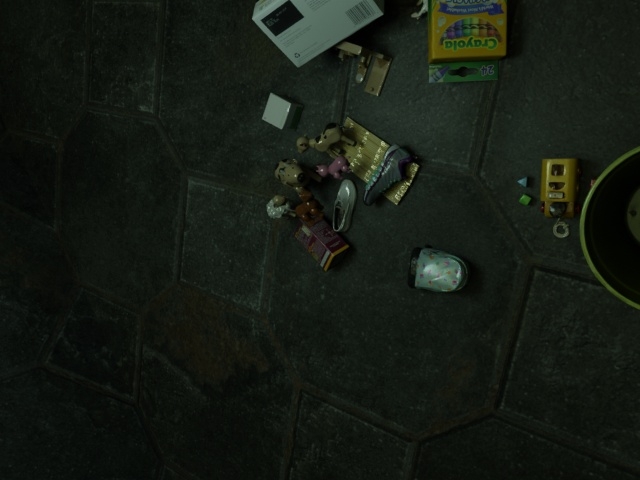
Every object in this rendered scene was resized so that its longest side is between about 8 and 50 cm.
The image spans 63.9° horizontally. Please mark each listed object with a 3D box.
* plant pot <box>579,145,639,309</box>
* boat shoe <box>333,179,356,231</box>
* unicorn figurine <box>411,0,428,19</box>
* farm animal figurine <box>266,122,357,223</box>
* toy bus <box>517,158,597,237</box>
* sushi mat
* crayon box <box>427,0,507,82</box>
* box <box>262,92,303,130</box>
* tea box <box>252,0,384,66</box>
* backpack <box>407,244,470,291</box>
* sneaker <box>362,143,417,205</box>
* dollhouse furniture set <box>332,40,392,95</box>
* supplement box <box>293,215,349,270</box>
[{"bbox_3d":[0.801,-0.046,1.145,0.367,0.353,0.365,6,101,31],"label":"plant pot"},{"bbox_3d":[0.075,-0.118,1.765,0.066,0.063,0.184,22,108,28],"label":"boat shoe"},{"bbox_3d":[0.321,-0.701,1.513,0.111,0.060,0.161,-18,85,49],"label":"unicorn figurine"},{"bbox_3d":[-0.059,-0.235,1.711,0.327,0.172,0.330,1,65,58],"label":"farm animal figurine"},{"bbox_3d":[0.642,-0.130,1.382,0.202,0.104,0.191,50,119,17],"label":"toy bus"},{"bbox_3d":[0.174,-0.265,1.708,0.317,0.019,0.151,40,117,22],"label":"sushi mat"},{"bbox_3d":[0.406,-0.613,1.425,0.203,0.083,0.322,-2,98,3],"label":"crayon box"},{"bbox_3d":[-0.135,-0.459,1.834,0.102,0.087,0.101,33,113,25],"label":"box"},{"bbox_3d":[0.001,-0.766,1.545,0.329,0.220,0.323,-19,51,33],"label":"tea box"},{"bbox_3d":[0.366,0.100,1.584,0.182,0.115,0.151,10,100,28],"label":"backpack"},{"bbox_3d":[0.217,-0.191,1.633,0.098,0.083,0.223,35,115,19],"label":"sneaker"},{"bbox_3d":[0.114,-0.548,1.627,0.144,0.151,0.123,30,112,28],"label":"dollhouse furniture set"},{"bbox_3d":[0.000,0.000,1.801,0.188,0.081,0.104,48,144,18],"label":"supplement box"}]
